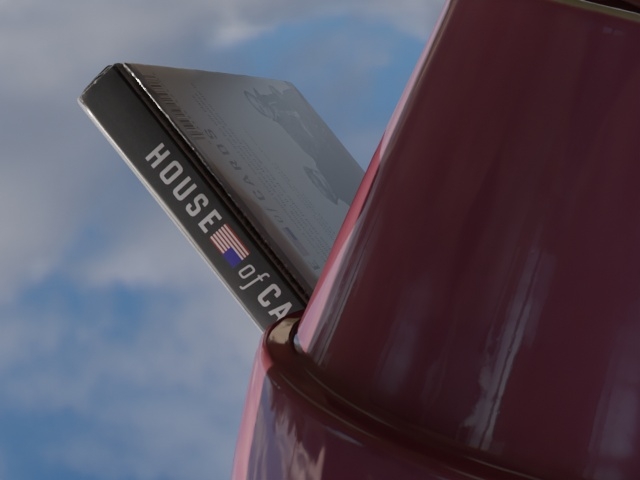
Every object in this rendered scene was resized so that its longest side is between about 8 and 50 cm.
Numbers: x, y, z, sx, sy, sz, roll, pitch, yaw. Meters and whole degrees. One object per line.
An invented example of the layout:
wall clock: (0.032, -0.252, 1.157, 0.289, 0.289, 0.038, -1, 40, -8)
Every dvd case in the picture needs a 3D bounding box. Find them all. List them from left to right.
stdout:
dvd case: (0.000, 0.000, 0.814, 0.029, 0.179, 0.238, -41, 172, 14)

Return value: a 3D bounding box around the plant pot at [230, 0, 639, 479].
plant pot: (0.087, 0.015, 0.580, 0.201, 0.180, 0.201, 12, -167, -3)
